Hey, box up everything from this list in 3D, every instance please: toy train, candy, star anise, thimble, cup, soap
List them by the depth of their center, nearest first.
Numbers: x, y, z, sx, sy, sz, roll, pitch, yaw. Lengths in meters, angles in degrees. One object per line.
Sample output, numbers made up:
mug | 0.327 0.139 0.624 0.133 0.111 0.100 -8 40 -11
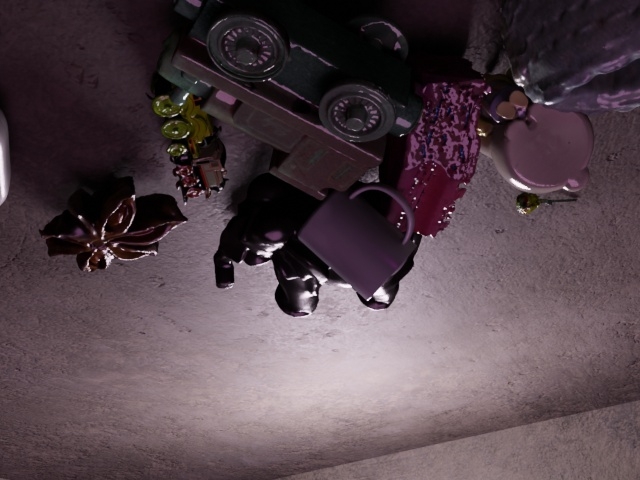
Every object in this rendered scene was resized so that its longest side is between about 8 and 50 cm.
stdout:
thimble | 0.320 -0.230 0.800 0.250 0.172 0.205 -9 167 14
toy train | -0.043 -0.180 0.846 0.304 0.150 0.221 27 143 -20
soap | 0.144 -0.134 0.988 0.099 0.162 0.250 6 148 -5
cup | 0.060 -0.012 0.994 0.136 0.133 0.099 -49 175 7
toy train | -0.174 -0.133 1.028 0.085 0.053 0.250 -10 151 -5
star anise | -0.312 -0.028 1.149 0.220 0.099 0.214 -20 162 13
candy | 0.386 -0.065 1.283 0.123 0.035 0.035 -3 154 -23

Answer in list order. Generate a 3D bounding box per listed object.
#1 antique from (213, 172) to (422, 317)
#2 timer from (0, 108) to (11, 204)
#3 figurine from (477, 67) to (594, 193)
antique | 0.000 0.000 1.175 0.322 0.185 0.255 0 157 -12
timer | -0.529 -0.123 0.943 0.262 0.087 0.237 4 148 -17
figurine | 0.262 -0.148 1.003 0.155 0.235 0.127 31 102 -11
